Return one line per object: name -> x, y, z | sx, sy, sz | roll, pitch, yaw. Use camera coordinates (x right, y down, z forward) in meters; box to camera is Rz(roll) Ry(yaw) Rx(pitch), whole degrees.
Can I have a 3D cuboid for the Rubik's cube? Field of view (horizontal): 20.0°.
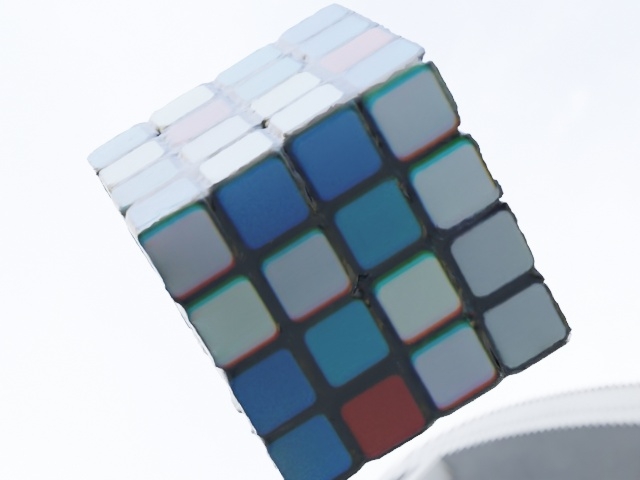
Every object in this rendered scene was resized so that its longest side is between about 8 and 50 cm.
Rubik's cube -> 0.000, 0.000, 0.843 | 0.155, 0.151, 0.154 | 61, -7, -20
